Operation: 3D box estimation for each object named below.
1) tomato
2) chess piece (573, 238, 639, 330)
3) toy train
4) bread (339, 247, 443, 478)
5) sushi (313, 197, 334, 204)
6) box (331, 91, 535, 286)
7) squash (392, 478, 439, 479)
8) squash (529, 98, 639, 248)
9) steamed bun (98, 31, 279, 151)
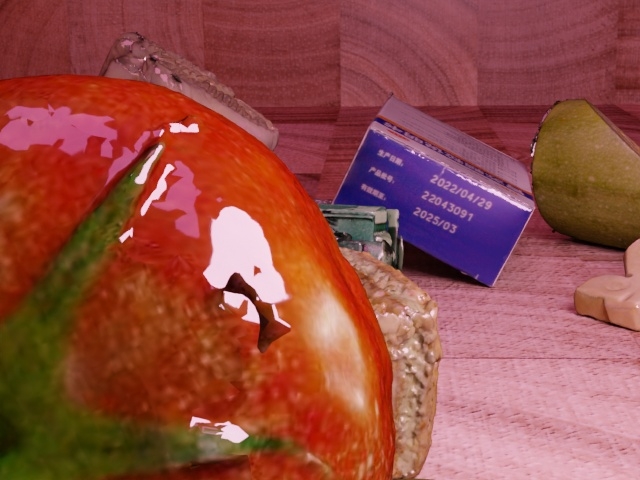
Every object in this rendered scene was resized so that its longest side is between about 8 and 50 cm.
[{"bbox_3d":[-0.109,0.081,0.543,0.303,0.304,0.239,1,-4,9],"label":"tomato"},{"bbox_3d":[0.341,0.034,1.250,0.200,0.090,0.090,-26,26,-38],"label":"chess piece"},{"bbox_3d":[-0.053,0.022,1.244,0.269,0.115,0.154,3,4,15],"label":"toy train"},{"bbox_3d":[0.010,0.083,0.895,0.102,0.138,0.196,0,11,-17],"label":"bread"},{"bbox_3d":[-0.002,0.000,1.386,0.098,0.084,0.094,-2,14,7],"label":"sushi"},{"bbox_3d":[0.137,-0.067,1.464,0.200,0.106,0.299,27,16,1],"label":"box"},{"bbox_3d":[-0.019,0.166,0.665,0.250,0.083,0.083,-1,12,16],"label":"squash"},{"bbox_3d":[0.399,-0.077,1.478,0.260,0.189,0.189,6,14,45],"label":"squash"},{"bbox_3d":[-0.224,-0.156,1.866,0.280,0.207,0.268,22,18,-44],"label":"steamed bun"}]
